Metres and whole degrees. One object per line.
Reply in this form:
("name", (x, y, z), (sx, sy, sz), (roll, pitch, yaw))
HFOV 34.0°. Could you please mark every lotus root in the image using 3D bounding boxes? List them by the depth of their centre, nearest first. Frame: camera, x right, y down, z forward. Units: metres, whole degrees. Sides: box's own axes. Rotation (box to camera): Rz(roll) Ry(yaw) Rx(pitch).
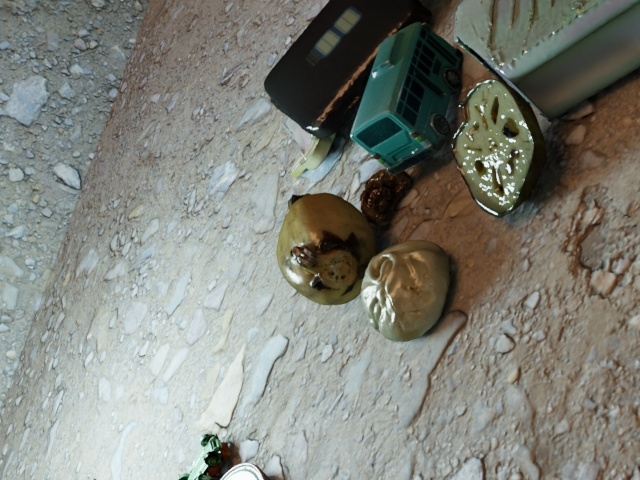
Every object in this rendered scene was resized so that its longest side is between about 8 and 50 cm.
("lotus root", (0.284, -0.143, 1.590), (0.183, 0.078, 0.203), (-49, 54, 54))
("lotus root", (0.000, 0.000, 1.896), (0.182, 0.183, 0.310), (-57, 26, 12))

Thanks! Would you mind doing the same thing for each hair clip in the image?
("hair clip", (-0.028, -0.203, 2.218), (0.159, 0.071, 0.218), (-61, 22, 14))

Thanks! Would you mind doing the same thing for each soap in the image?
("soap", (0.396, -0.361, 1.540), (0.446, 0.156, 0.261), (-32, 42, 46))

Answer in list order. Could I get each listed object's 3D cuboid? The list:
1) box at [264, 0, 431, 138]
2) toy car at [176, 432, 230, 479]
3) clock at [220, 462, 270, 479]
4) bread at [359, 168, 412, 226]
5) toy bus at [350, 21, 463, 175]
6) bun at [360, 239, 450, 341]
("box", (0.046, -0.388, 2.175), (0.350, 0.091, 0.359), (-50, 29, 5))
("toy car", (-0.229, 0.447, 2.031), (0.143, 0.054, 0.073), (-60, 26, 16))
("clock", (-0.157, 0.514, 1.850), (0.244, 0.056, 0.244), (-39, 37, 37))
("bread", (0.110, -0.085, 1.892), (0.113, 0.060, 0.082), (-63, 30, 5))
("toy bus", (0.154, -0.260, 1.856), (0.128, 0.147, 0.256), (-27, 36, 45))
("bun", (0.125, 0.075, 1.689), (0.183, 0.102, 0.183), (-40, 38, 41))
